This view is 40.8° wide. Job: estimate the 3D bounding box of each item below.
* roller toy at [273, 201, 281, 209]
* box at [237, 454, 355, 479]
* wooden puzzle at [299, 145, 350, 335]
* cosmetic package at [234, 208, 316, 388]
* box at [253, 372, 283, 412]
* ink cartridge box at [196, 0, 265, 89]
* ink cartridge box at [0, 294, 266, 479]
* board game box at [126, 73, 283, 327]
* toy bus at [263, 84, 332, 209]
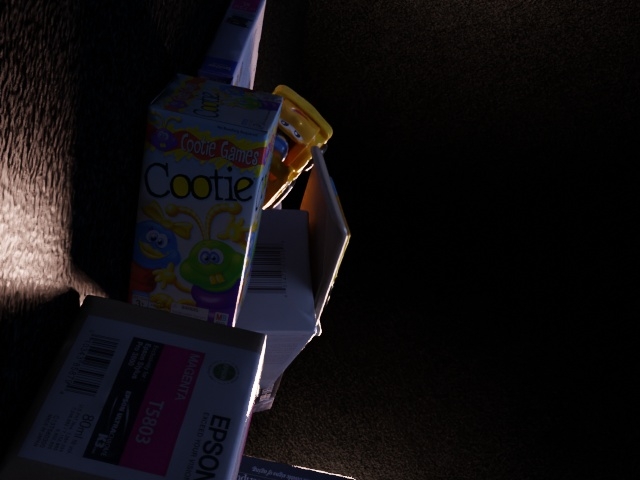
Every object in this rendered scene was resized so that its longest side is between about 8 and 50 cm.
[{"bbox_3d":[-0.145,-0.003,1.738,0.209,0.146,0.191,-118,-147,-82],"label":"roller toy"},{"bbox_3d":[-0.151,0.528,1.480,0.179,0.343,0.312,-21,-125,65],"label":"box"},{"bbox_3d":[0.000,0.000,1.399,0.221,0.044,0.238,-105,-158,-50],"label":"wooden puzzle"},{"bbox_3d":[-0.128,0.115,1.495,0.385,0.156,0.217,122,-33,-65],"label":"cosmetic package"},{"bbox_3d":[-0.172,0.226,2.065,0.242,0.077,0.307,110,-32,-55],"label":"box"},{"bbox_3d":[-0.148,-0.235,1.332,0.311,0.065,0.185,-82,-176,-48],"label":"ink cartridge box"},{"bbox_3d":[-0.166,0.174,0.803,0.234,0.193,0.088,-79,-179,-51],"label":"ink cartridge box"},{"bbox_3d":[-0.146,-0.047,1.086,0.144,0.142,0.275,-79,-179,-63],"label":"board game box"},{"bbox_3d":[-0.106,-0.127,1.436,0.220,0.149,0.211,-44,-171,27],"label":"toy bus"}]
